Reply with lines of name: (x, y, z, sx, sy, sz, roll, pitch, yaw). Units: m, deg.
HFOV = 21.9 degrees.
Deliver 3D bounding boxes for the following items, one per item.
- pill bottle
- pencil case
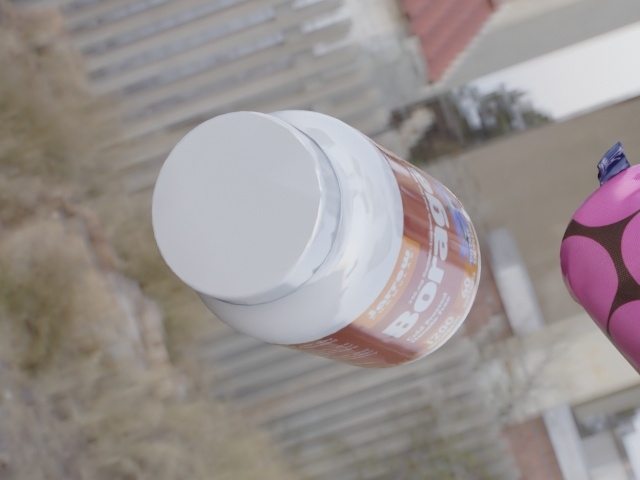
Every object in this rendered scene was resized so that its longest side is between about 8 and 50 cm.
pill bottle: (0.000, 0.000, 0.878, 0.216, 0.121, 0.121, 22, 47, -66)
pencil case: (0.197, 0.044, 0.766, 0.095, 0.098, 0.209, 50, 3, -46)
